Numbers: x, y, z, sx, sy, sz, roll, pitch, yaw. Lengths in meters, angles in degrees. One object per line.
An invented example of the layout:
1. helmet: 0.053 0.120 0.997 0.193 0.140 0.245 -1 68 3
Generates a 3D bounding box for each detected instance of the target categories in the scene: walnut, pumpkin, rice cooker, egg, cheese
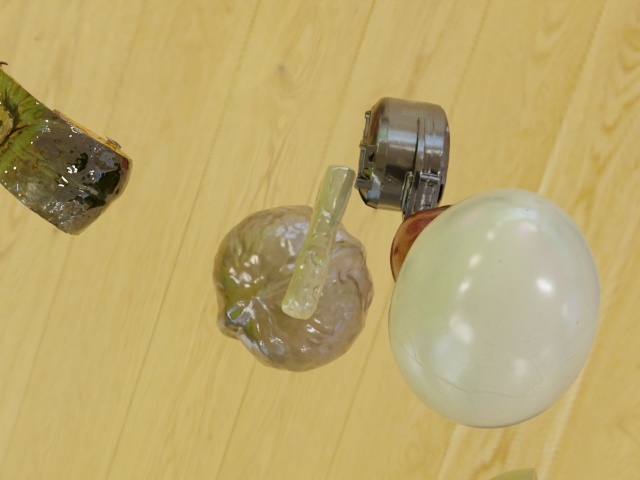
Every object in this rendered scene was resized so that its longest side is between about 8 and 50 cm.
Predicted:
1. walnut: -0.043 0.070 1.749 0.248 0.248 0.248 0 97 -2
2. pumpkin: -0.397 -0.132 1.718 0.139 0.190 0.280 -52 54 4
3. rice cooker: 0.094 -0.096 1.364 0.106 0.165 0.112 12 126 3
4. egg: 0.126 0.048 0.872 0.151 0.151 0.209 2 138 -2
5. cheese: 0.000 0.000 1.416 0.043 0.065 0.194 20 69 -6

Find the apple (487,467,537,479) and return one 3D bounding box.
1. apple: 0.283 0.447 1.554 0.292 0.254 0.292 5 113 11

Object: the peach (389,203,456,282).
1. peach: 0.138 0.019 1.176 0.152 0.152 0.152 0 97 -2
